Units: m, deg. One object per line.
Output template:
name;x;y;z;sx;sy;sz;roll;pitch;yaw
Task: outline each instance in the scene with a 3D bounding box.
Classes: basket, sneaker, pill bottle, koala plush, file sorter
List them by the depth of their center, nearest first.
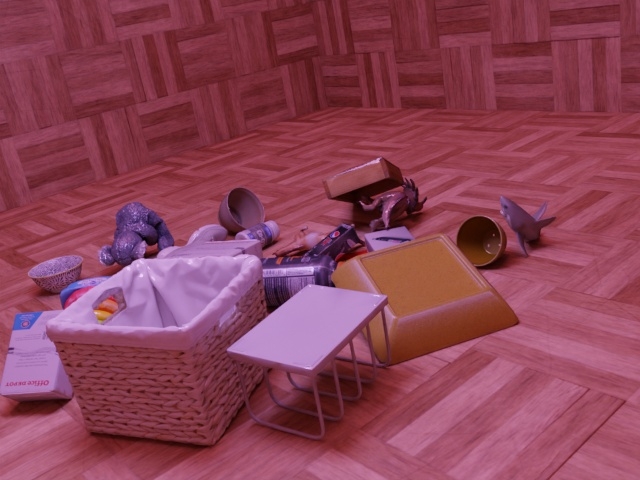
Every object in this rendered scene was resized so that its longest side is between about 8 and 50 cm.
file sorter;-0.007;0.231;1.342;0.193;0.173;0.278;5;26;34
basket;-0.300;0.210;1.409;0.331;0.266;0.328;-2;22;23
pill bottle;-0.039;0.103;1.764;0.246;0.130;0.130;-3;21;16
sneaker;-0.382;0.039;2.180;0.121;0.099;0.262;19;42;41
pill bottle;-0.202;-0.012;2.227;0.078;0.078;0.137;10;28;43
koala plush;-0.621;0.006;2.260;0.196;0.203;0.221;-5;33;16

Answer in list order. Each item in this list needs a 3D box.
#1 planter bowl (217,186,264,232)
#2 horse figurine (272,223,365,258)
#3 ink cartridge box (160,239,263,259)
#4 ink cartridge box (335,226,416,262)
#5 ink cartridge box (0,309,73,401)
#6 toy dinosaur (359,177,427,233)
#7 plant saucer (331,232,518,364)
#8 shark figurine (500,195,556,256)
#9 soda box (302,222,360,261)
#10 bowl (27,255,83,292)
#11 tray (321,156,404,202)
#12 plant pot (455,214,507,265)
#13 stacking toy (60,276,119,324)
planter bowl;-0.292;-0.093;2.408;0.109;0.162;0.162;-28;5;41
horse figurine;0.000;0.000;2.115;0.263;0.066;0.174;1;21;30
ink cartridge box;-0.302;0.083;1.899;0.207;0.117;0.283;-3;10;20
ink cartridge box;0.157;0.048;1.922;0.239;0.060;0.275;-11;20;-4
ink cartridge box;-0.627;0.261;1.554;0.140;0.082;0.190;-5;63;12
toy dinosaur;0.237;-0.116;2.157;0.200;0.127;0.295;-20;6;8
plant saucer;0.228;0.102;1.574;0.333;0.081;0.332;-15;37;-13
shark figurine;0.592;-0.048;1.885;0.116;0.166;0.278;-30;-17;26
soda box;0.032;0.023;1.987;0.169;0.060;0.053;-39;31;-21
bowl;-0.831;0.116;2.186;0.170;0.080;0.170;-9;21;4
tray;0.153;-0.197;2.295;0.203;0.076;0.411;-20;-3;13
plant pot;0.443;0.003;1.833;0.134;0.134;0.095;9;3;42
stacking toy;-0.548;0.239;1.668;0.175;0.165;0.302;-9;35;-7
